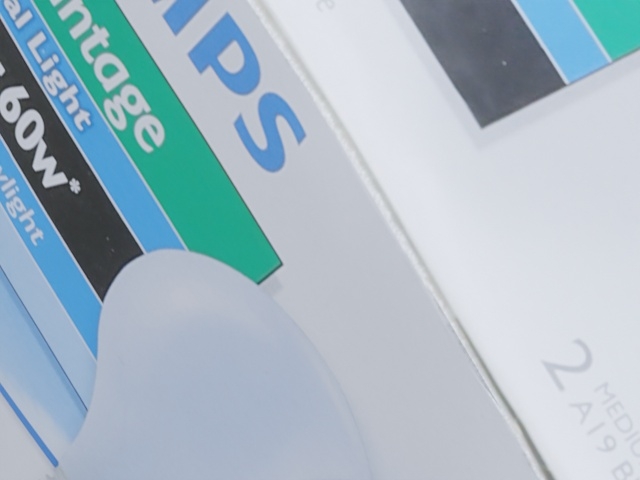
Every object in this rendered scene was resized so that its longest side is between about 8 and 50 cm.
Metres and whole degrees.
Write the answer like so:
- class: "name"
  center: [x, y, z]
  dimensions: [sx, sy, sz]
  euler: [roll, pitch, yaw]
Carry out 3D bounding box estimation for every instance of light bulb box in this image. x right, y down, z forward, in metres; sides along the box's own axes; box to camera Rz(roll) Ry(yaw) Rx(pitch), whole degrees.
- class: "light bulb box"
  center: [0.000, 0.000, 0.747]
  dimensions: [0.225, 0.361, 0.358]
  euler: [-27, 82, -36]
